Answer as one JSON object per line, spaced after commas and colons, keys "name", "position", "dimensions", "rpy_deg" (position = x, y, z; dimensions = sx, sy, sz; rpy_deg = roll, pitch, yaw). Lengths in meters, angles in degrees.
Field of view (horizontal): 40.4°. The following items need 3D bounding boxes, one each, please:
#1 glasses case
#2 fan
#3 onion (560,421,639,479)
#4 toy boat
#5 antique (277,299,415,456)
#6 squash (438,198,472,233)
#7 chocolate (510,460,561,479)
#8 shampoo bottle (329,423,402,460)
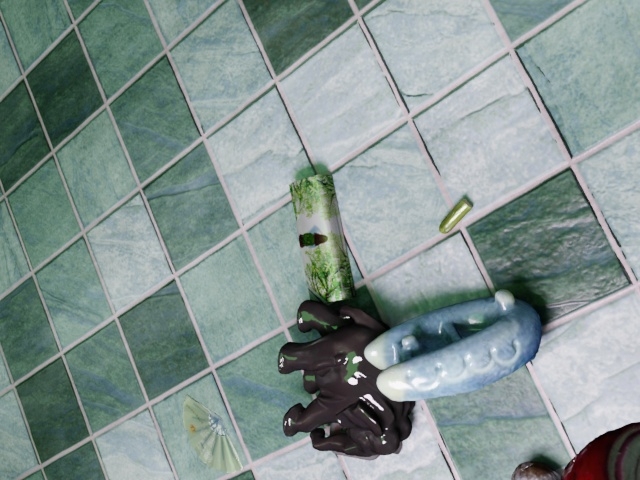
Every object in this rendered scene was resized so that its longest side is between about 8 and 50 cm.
{"name": "glasses case", "position": [0.000, 0.000, 1.880], "dimensions": [0.095, 0.062, 0.272], "rpy_deg": [-15, 84, 34]}
{"name": "fan", "position": [-0.271, 0.482, 2.128], "dimensions": [0.240, 0.009, 0.131], "rpy_deg": [46, 118, 23]}
{"name": "onion", "position": [0.438, 0.422, 1.114], "dimensions": [0.336, 0.282, 0.260], "rpy_deg": [39, 130, 19]}
{"name": "toy boat", "position": [0.244, 0.177, 1.594], "dimensions": [0.330, 0.215, 0.123], "rpy_deg": [-14, 108, -1]}
{"name": "antique", "position": [0.058, 0.290, 1.771], "dimensions": [0.255, 0.185, 0.322], "rpy_deg": [4, 103, 28]}
{"name": "squash", "position": [0.263, -0.045, 1.718], "dimensions": [0.027, 0.027, 0.083], "rpy_deg": [50, 117, 21]}
{"name": "chocolate", "position": [0.407, 0.530, 1.609], "dimensions": [0.110, 0.110, 0.248], "rpy_deg": [-3, 88, 34]}
{"name": "shampoo bottle", "position": [0.095, 0.427, 1.852], "dimensions": [0.165, 0.040, 0.080], "rpy_deg": [2, 90, 35]}
